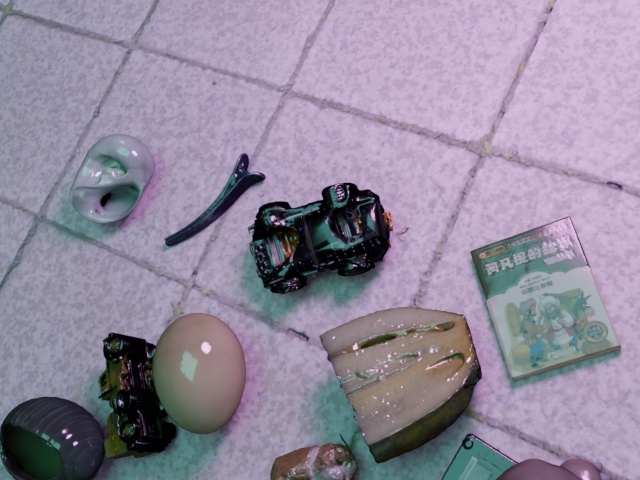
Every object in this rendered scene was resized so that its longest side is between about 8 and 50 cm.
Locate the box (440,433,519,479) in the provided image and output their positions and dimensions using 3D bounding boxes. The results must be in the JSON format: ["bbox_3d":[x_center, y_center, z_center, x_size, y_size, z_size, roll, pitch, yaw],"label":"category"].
[{"bbox_3d":[0.283,0.425,1.498,0.125,0.027,0.126,28,83,28],"label":"box"}]

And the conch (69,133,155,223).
[{"bbox_3d":[-0.481,-0.141,1.978,0.221,0.121,0.185,-46,64,9],"label":"conch"}]

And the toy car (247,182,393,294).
[{"bbox_3d":[0.002,0.000,1.728,0.301,0.118,0.193,-15,74,16],"label":"toy car"}]

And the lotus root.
[{"bbox_3d":[0.169,0.244,1.550,0.260,0.149,0.267,-25,45,-2],"label":"lotus root"}]

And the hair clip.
[{"bbox_3d":[-0.244,-0.076,1.899,0.275,0.048,0.083,-43,65,3],"label":"hair clip"}]

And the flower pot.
[{"bbox_3d":[-0.558,0.424,1.760,0.243,0.157,0.189,14,104,29],"label":"flower pot"}]

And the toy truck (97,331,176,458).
[{"bbox_3d":[-0.399,0.324,1.770,0.127,0.127,0.257,-28,61,27],"label":"toy truck"}]

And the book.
[{"bbox_3d":[0.411,0.105,1.567,0.202,0.027,0.264,-20,64,15],"label":"book"}]

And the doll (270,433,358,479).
[{"bbox_3d":[-0.033,0.445,1.576,0.221,0.105,0.115,-25,26,12],"label":"doll"}]

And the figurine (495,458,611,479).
[{"bbox_3d":[0.296,0.481,1.363,0.380,0.203,0.248,-18,32,15],"label":"figurine"}]

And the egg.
[{"bbox_3d":[-0.241,0.264,1.686,0.186,0.186,0.242,-11,72,19],"label":"egg"}]
